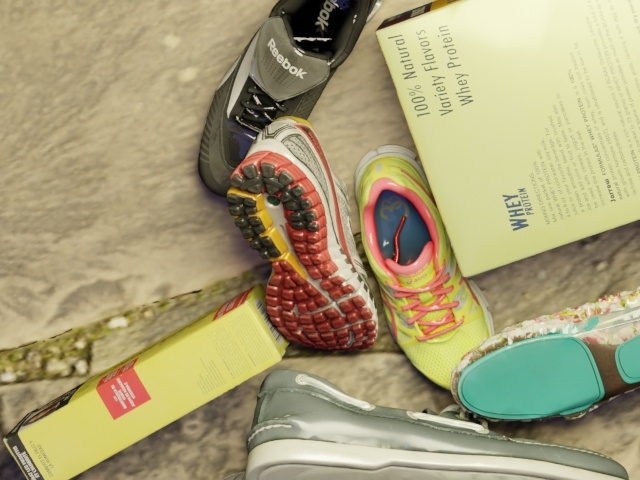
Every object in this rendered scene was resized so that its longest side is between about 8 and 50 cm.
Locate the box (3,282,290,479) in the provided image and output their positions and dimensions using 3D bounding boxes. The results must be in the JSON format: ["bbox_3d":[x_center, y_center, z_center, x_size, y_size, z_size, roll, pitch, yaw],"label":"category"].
[{"bbox_3d":[-0.138,0.120,1.590,0.232,0.087,0.058,-29,96,11],"label":"box"}]

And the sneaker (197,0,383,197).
[{"bbox_3d":[-0.029,-0.133,1.523,0.078,0.106,0.234,35,101,0],"label":"sneaker"}]

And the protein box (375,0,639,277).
[{"bbox_3d":[0.171,-0.106,1.493,0.201,0.136,0.200,-19,98,8],"label":"protein box"}]

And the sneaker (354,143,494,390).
[{"bbox_3d":[0.076,0.031,1.548,0.081,0.094,0.208,-24,98,8],"label":"sneaker"}]

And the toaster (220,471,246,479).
[{"bbox_3d":[-0.017,0.282,1.585,0.227,0.129,0.146,16,99,2],"label":"toaster"}]

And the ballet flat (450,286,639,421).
[{"bbox_3d":[0.218,0.083,1.550,0.241,0.077,0.091,-14,110,3],"label":"ballet flat"}]

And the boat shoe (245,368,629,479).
[{"bbox_3d":[0.098,0.162,1.557,0.319,0.099,0.116,7,145,-12],"label":"boat shoe"}]

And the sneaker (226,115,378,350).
[{"bbox_3d":[0.000,0.000,1.531,0.088,0.093,0.225,1,134,20],"label":"sneaker"}]
